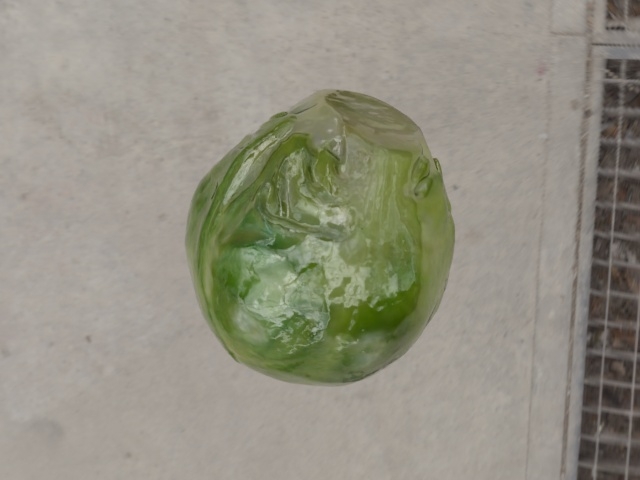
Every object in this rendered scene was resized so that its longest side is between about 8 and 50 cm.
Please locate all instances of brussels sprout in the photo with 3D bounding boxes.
[{"bbox_3d":[-0.001,0.001,0.632,0.155,0.117,0.155,3,96,37],"label":"brussels sprout"}]
